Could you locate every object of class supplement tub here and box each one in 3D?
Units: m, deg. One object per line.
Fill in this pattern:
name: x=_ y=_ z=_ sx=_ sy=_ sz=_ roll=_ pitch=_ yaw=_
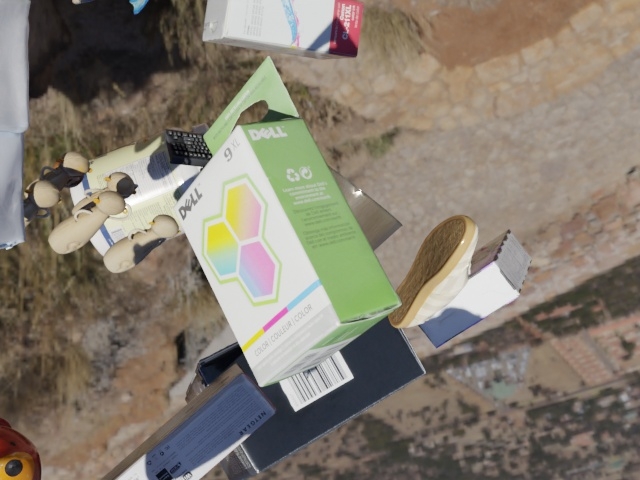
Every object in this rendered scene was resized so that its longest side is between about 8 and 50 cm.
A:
supplement tub: x=-0.373 y=-0.116 z=1.924 sx=0.325 sy=0.235 sz=0.235 roll=-22 pitch=147 yaw=-1

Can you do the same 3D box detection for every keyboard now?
keyboard: x=-0.219 y=-0.169 z=1.680 sx=0.180 sy=0.108 sz=0.023 roll=3 pitch=151 yaw=-39

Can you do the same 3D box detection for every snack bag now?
snack bag: x=-0.441 y=-0.128 z=1.015 sx=0.037 sy=0.342 sz=0.323 roll=8 pitch=-168 yaw=12

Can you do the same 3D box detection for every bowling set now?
bowling set: x=-0.381 y=-0.084 z=1.364 sx=0.154 sy=0.199 sz=0.287 roll=-33 pitch=150 yaw=25

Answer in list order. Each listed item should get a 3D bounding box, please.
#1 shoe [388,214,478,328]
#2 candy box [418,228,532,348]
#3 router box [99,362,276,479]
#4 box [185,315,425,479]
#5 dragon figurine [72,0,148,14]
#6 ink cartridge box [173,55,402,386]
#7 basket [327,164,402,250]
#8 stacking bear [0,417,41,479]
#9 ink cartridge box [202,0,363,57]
shoe: x=0.165 y=0.046 z=1.176 sx=0.058 sy=0.076 sz=0.219 roll=11 pitch=136 yaw=-21
candy box: x=0.252 y=0.075 z=1.396 sx=0.165 sy=0.070 sz=0.196 roll=-37 pitch=-179 yaw=25
router box: x=-0.232 y=0.342 z=1.382 sx=0.335 sy=0.082 sz=0.301 roll=-40 pitch=-179 yaw=-9
box: x=-0.062 y=0.366 z=2.171 sx=0.480 sy=0.297 sz=0.472 roll=-27 pitch=171 yaw=-19
dragon figurine: x=-0.318 y=-0.428 z=1.382 sx=0.144 sy=0.085 sz=0.289 roll=8 pitch=159 yaw=-25
ink cartridge box: x=-0.040 y=-0.015 z=0.603 sx=0.062 sy=0.209 sz=0.109 roll=-13 pitch=160 yaw=-41
basket: x=0.000 y=0.000 z=1.530 sx=0.204 sy=0.154 sz=0.227 roll=37 pitch=91 yaw=-5
stacking bear: x=-0.292 y=0.317 z=0.824 sx=0.164 sy=0.289 sz=0.175 roll=-28 pitch=175 yaw=43
ink cartridge box: x=-0.051 y=-0.281 z=1.094 sx=0.175 sy=0.127 sz=0.072 roll=4 pitch=99 yaw=-22
